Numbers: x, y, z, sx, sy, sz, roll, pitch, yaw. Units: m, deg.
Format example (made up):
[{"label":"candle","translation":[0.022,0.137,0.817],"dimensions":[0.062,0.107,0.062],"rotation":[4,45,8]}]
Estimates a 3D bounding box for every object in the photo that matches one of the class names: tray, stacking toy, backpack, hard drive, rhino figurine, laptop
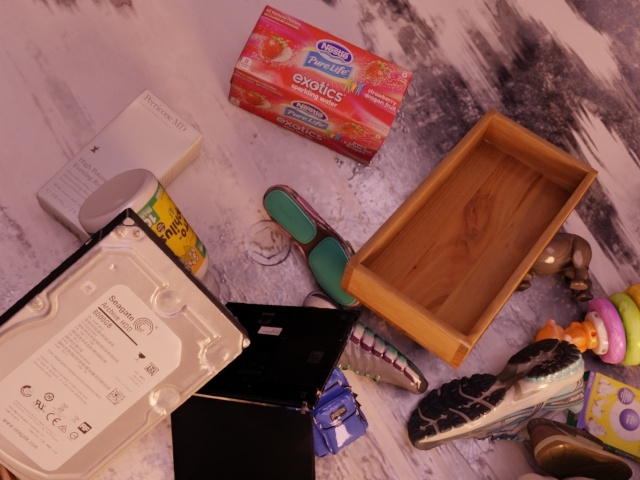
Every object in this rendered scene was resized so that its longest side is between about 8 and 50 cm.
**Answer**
[{"label":"tray","translation":[0.233,-0.018,1.224],"dimensions":[0.203,0.076,0.411],"rotation":[34,56,16]},{"label":"stacking toy","translation":[0.480,0.138,1.271],"dimensions":[0.302,0.166,0.175],"rotation":[-11,89,-3]},{"label":"backpack","translation":[0.009,0.231,1.143],"dimensions":[0.098,0.101,0.120],"rotation":[-30,105,-24]},{"label":"hard drive","translation":[-0.290,0.154,1.033],"dimensions":[0.339,0.064,0.237],"rotation":[-40,111,0]},{"label":"rhino figurine","translation":[0.326,0.022,1.299],"dimensions":[0.243,0.073,0.106],"rotation":[11,62,-6]},{"label":"laptop","translation":[-0.073,0.226,1.108],"dimensions":[0.234,0.136,0.264],"rotation":[1,42,31]}]

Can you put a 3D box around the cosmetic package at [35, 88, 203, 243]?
[{"label":"cosmetic package","translation":[-0.292,-0.102,1.202],"dimensions":[0.117,0.085,0.231],"rotation":[39,71,1]}]

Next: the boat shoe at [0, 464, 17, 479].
[{"label":"boat shoe","translation":[-0.406,0.362,1.043],"dimensions":[0.073,0.073,0.207],"rotation":[-26,80,-20]}]

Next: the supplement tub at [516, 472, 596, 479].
[{"label":"supplement tub","translation":[0.408,0.458,1.103],"dimensions":[0.316,0.228,0.228],"rotation":[19,71,-6]}]

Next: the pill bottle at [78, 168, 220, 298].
[{"label":"pill bottle","translation":[-0.227,0.014,1.120],"dimensions":[0.117,0.117,0.208],"rotation":[-43,124,-20]}]

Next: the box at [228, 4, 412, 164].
[{"label":"box","translation":[-0.003,-0.243,1.283],"dimensions":[0.257,0.122,0.128],"rotation":[24,69,-4]}]

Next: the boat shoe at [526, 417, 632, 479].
[{"label":"boat shoe","translation":[0.381,0.310,1.191],"dimensions":[0.223,0.080,0.073],"rotation":[28,31,-37]}]

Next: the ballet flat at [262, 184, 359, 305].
[{"label":"ballet flat","translation":[0.000,0.000,1.238],"dimensions":[0.077,0.079,0.221],"rotation":[-43,83,24]}]

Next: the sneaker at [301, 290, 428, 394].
[{"label":"sneaker","translation":[0.050,0.175,1.206],"dimensions":[0.224,0.083,0.098],"rotation":[37,90,6]}]

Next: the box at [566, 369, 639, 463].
[{"label":"box","translation":[0.482,0.285,1.270],"dimensions":[0.179,0.043,0.105],"rotation":[23,71,-6]}]

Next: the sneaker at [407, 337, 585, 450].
[{"label":"sneaker","translation":[0.270,0.260,1.198],"dimensions":[0.283,0.110,0.122],"rotation":[-22,110,-3]}]
